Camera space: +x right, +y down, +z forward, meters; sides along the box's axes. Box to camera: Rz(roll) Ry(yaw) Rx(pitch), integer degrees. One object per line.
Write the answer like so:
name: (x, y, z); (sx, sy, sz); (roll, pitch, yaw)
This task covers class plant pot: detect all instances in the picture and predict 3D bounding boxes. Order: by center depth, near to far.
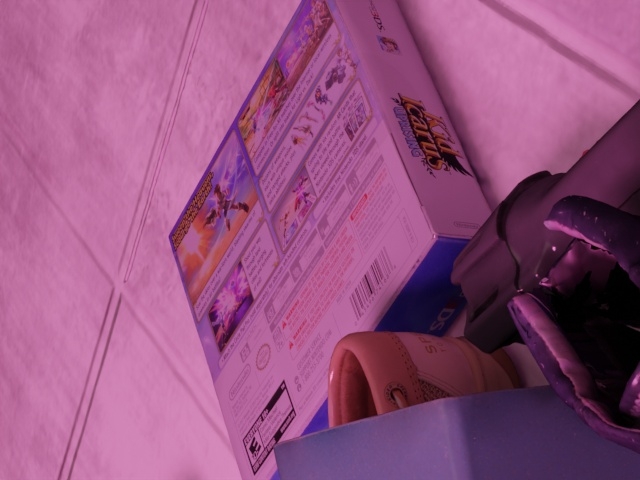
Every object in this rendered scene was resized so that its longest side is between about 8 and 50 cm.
plant pot: (0.100, 0.197, 0.880); (0.166, 0.165, 0.234); (-23, 72, 57)

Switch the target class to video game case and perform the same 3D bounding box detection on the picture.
video game case: (0.000, 0.000, 1.189); (0.269, 0.061, 0.244); (-57, 40, 37)

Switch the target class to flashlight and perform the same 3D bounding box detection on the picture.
flashlight: (0.173, -0.054, 0.873); (0.304, 0.103, 0.103); (-50, 44, 51)

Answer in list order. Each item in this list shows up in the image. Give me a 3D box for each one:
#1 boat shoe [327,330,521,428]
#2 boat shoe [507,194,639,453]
boat shoe: (0.044, 0.222, 1.014); (0.122, 0.110, 0.341); (-20, 67, 58)
boat shoe: (0.206, 0.092, 0.712); (0.340, 0.158, 0.127); (48, 125, 53)
